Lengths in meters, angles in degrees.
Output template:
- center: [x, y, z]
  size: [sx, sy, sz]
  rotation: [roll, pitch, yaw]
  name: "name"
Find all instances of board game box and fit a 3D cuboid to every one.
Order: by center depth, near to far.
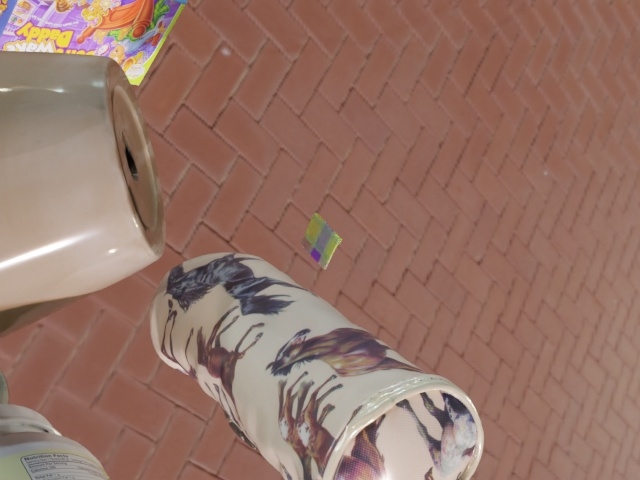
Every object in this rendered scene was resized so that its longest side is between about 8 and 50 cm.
- center: [-0.433, -0.422, 1.460]
  size: [0.347, 0.078, 0.233]
  rotation: [-6, 139, -55]
  name: "board game box"

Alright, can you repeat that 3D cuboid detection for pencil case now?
- center: [-0.028, 0.137, 0.778]
  size: [0.160, 0.410, 0.183]
  rotation: [-31, 120, -21]
  name: "pencil case"

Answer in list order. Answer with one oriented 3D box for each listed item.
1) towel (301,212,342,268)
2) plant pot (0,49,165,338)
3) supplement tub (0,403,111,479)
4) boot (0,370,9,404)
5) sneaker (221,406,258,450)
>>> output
- center: [0.000, 0.000, 1.211]
  size: [0.009, 0.083, 0.060]
  rotation: [10, 114, -38]
  name: "towel"
- center: [-0.301, -0.043, 0.716]
  size: [0.280, 0.323, 0.323]
  rotation: [-12, 102, -2]
  name: "plant pot"
- center: [-0.268, 0.326, 0.715]
  size: [0.235, 0.325, 0.235]
  rotation: [-26, 135, -30]
  name: "supplement tub"
- center: [-0.796, 0.393, 1.898]
  size: [0.083, 0.161, 0.246]
  rotation: [-4, 63, -21]
  name: "boot"
- center: [-0.018, 0.288, 1.220]
  size: [0.147, 0.330, 0.129]
  rotation: [-34, 134, -25]
  name: "sneaker"
